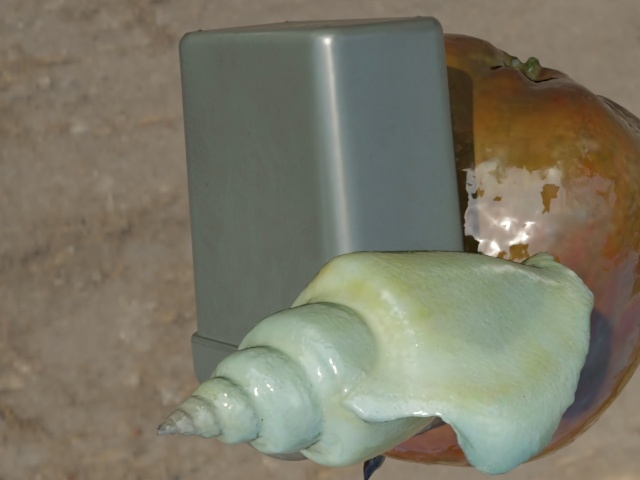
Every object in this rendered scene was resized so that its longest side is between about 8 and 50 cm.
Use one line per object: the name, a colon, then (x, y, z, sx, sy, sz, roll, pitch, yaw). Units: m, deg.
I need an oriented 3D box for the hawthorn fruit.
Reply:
hawthorn fruit: (0.090, 0.026, 1.077, 0.268, 0.268, 0.301, 16, 94, -30)

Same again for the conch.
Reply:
conch: (0.026, 0.035, 0.521, 0.180, 0.088, 0.065, -18, 106, -36)

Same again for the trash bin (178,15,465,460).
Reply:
trash bin: (0.000, 0.000, 0.898, 0.101, 0.177, 0.236, -10, 100, -30)
